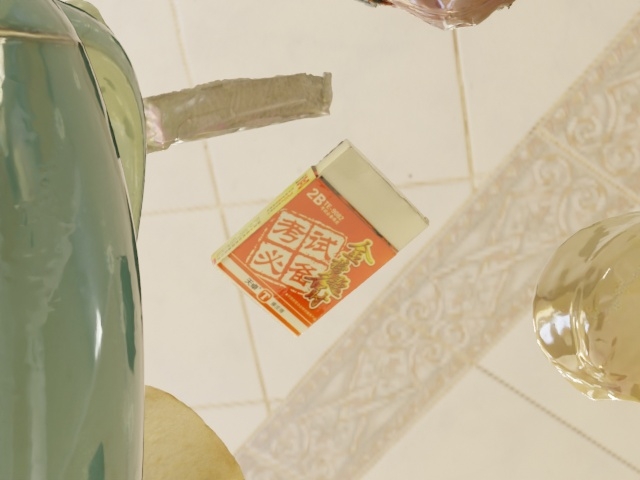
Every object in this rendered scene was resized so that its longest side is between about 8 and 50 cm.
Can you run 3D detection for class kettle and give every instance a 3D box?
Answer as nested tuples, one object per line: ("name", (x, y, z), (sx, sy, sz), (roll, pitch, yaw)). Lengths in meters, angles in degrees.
("kettle", (-0.196, 0.012, 0.682), (0.247, 0.319, 0.342), (10, 100, 18))

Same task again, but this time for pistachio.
("pistachio", (0.389, 0.062, 1.363), (0.332, 0.226, 0.207), (-22, 153, -15))

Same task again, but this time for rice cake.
("rice cake", (-0.080, -0.124, 1.140), (0.049, 0.270, 0.055), (-10, 97, 41))

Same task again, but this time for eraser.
("eraser", (0.000, 0.000, 1.521), (0.230, 0.038, 0.157), (-41, 117, 12))

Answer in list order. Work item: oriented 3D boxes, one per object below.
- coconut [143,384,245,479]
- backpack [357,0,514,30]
("coconut", (-0.210, 0.304, 1.282), (0.329, 0.328, 0.328), (2, 120, 4))
("backpack", (0.189, -0.447, 1.855), (0.283, 0.317, 0.197), (-49, 145, -10))
